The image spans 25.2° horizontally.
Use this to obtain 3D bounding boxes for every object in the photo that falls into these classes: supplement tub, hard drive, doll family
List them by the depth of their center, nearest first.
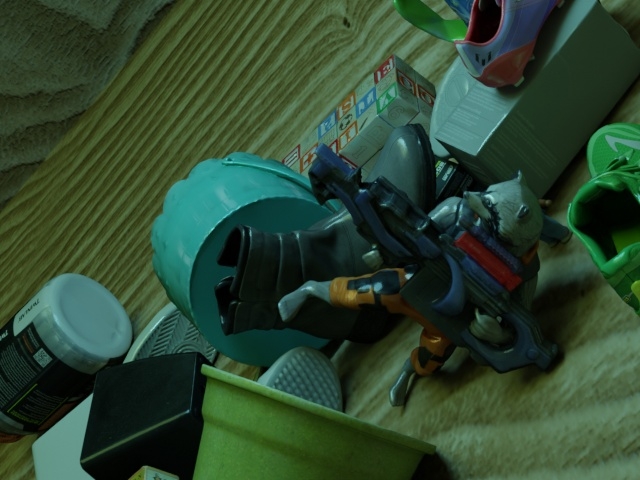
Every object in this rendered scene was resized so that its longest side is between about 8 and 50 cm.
[{"bbox_3d":[0.203,-0.019,1.678,0.193,0.111,0.076,-33,32,39],"label":"doll family"},{"bbox_3d":[-0.328,0.394,2.074,0.210,0.040,0.319,-39,51,32],"label":"hard drive"},{"bbox_3d":[-0.499,0.219,2.572,0.316,0.193,0.194,-41,27,27],"label":"supplement tub"}]

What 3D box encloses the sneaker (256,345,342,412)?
[{"bbox_3d":[-0.093,0.300,1.789,0.150,0.135,0.366,-17,43,50],"label":"sneaker"}]

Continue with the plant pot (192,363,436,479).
[{"bbox_3d":[-0.043,0.300,1.582,0.276,0.276,0.254,7,75,63],"label":"plant pot"}]

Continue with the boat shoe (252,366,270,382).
[{"bbox_3d":[-0.083,0.246,1.940,0.072,0.068,0.190,-52,11,38],"label":"boat shoe"}]

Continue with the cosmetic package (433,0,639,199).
[{"bbox_3d":[0.265,-0.170,1.711,0.238,0.127,0.107,-52,34,-5],"label":"cosmetic package"}]

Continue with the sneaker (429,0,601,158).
[{"bbox_3d":[0.258,-0.217,1.818,0.104,0.146,0.296,40,104,48],"label":"sneaker"}]

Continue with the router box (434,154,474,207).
[{"bbox_3d":[0.138,-0.050,1.861,0.122,0.038,0.092,-59,30,-2],"label":"router box"}]

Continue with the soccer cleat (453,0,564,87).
[{"bbox_3d":[0.231,-0.291,1.668,0.083,0.095,0.248,4,62,47],"label":"soccer cleat"}]

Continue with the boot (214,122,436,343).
[{"bbox_3d":[0.000,0.000,1.765,0.118,0.222,0.338,-111,32,-51],"label":"boot"}]

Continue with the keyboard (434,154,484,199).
[{"bbox_3d":[0.170,-0.055,1.887,0.317,0.033,0.202,-42,33,24],"label":"keyboard"}]

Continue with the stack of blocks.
[{"bbox_3d":[0.043,-0.117,2.130,0.297,0.087,0.171,-43,27,25],"label":"stack of blocks"}]

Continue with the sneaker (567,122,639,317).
[{"bbox_3d":[0.320,-0.043,1.478,0.109,0.123,0.296,-43,26,26],"label":"sneaker"}]

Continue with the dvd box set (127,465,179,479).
[{"bbox_3d":[-0.279,0.538,1.810,0.307,0.062,0.420,-44,35,33],"label":"dvd box set"}]

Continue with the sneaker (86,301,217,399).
[{"bbox_3d":[-0.287,0.227,2.246,0.350,0.131,0.148,-57,26,-5],"label":"sneaker"}]

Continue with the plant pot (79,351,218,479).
[{"bbox_3d":[-0.200,0.264,1.996,0.167,0.187,0.188,-29,32,21],"label":"plant pot"}]

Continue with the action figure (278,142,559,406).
[{"bbox_3d":[0.105,0.015,1.600,0.330,0.341,0.178,-35,12,37],"label":"action figure"}]

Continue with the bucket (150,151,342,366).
[{"bbox_3d":[-0.083,0.030,1.957,0.281,0.281,0.183,-54,25,3],"label":"bucket"}]

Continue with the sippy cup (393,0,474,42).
[{"bbox_3d":[0.235,-0.408,1.985,0.305,0.224,0.240,-50,25,9],"label":"sippy cup"}]
